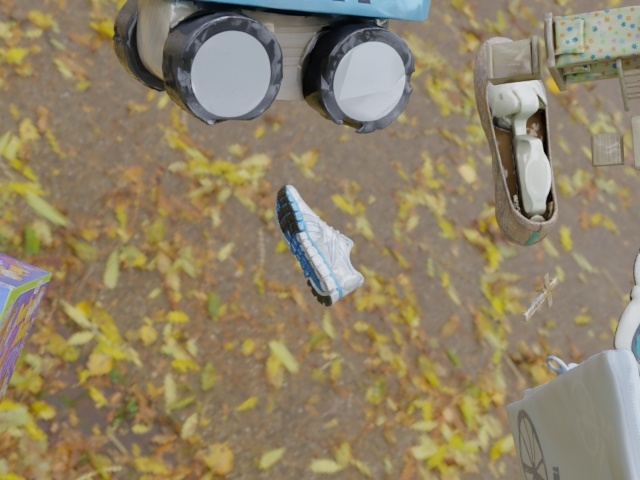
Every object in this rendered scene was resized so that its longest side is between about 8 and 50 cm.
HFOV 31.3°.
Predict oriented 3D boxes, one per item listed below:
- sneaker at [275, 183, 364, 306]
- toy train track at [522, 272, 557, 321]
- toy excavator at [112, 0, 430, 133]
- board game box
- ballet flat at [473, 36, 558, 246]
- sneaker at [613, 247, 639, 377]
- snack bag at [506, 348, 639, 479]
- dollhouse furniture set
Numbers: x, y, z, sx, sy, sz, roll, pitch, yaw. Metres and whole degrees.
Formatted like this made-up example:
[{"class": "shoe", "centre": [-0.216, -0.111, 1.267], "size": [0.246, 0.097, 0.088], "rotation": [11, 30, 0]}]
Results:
[{"class": "sneaker", "centre": [0.000, 0.000, 1.658], "size": [0.083, 0.071, 0.190], "rotation": [-21, 77, -26]}, {"class": "toy train track", "centre": [0.261, 0.069, 1.377], "size": [0.083, 0.014, 0.048], "rotation": [-43, 131, -39]}, {"class": "toy excavator", "centre": [0.027, -0.347, 1.144], "size": [0.433, 0.445, 0.222], "rotation": [-1, 19, -25]}, {"class": "board game box", "centre": [-0.412, 0.140, 1.337], "size": [0.078, 0.347, 0.233], "rotation": [21, 89, -7]}, {"class": "ballet flat", "centre": [0.290, -0.152, 1.629], "size": [0.108, 0.106, 0.315], "rotation": [-8, 82, -8]}, {"class": "sneaker", "centre": [0.480, 0.077, 1.524], "size": [0.107, 0.110, 0.275], "rotation": [49, 50, -34]}, {"class": "snack bag", "centre": [0.195, 0.235, 0.752], "size": [0.037, 0.342, 0.323], "rotation": [-9, 75, -3]}, {"class": "dollhouse furniture set", "centre": [0.259, -0.146, 1.170], "size": [0.101, 0.182, 0.160], "rotation": [24, 63, -68]}]
